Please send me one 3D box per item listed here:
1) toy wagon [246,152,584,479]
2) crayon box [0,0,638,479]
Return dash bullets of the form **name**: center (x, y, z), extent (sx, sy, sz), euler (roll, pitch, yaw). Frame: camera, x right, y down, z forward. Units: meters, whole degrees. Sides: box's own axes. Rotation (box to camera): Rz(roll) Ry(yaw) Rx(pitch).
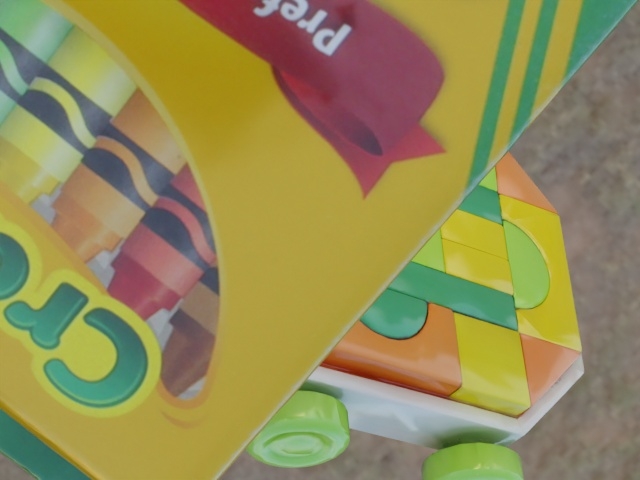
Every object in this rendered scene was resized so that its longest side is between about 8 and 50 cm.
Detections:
- **toy wagon**: center (0.000, 0.000, 0.886), extent (0.344, 0.267, 0.068), euler (19, 140, -30)
- **crayon box**: center (-0.046, -0.072, 0.400), extent (0.318, 0.202, 0.081), euler (-51, -174, 18)
